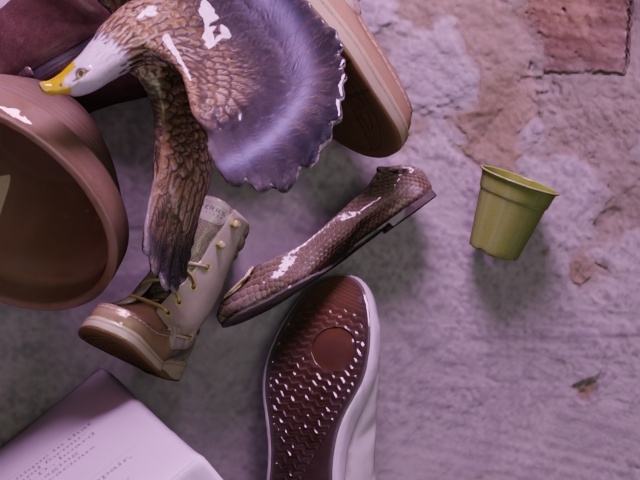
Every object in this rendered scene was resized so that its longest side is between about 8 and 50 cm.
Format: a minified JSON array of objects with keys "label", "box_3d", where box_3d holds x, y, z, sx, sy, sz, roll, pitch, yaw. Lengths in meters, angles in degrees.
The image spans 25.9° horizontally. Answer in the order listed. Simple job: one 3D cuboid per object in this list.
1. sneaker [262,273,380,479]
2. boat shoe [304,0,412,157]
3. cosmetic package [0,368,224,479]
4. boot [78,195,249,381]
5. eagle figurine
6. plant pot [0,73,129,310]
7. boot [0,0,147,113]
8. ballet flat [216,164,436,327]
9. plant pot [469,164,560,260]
[{"label":"sneaker","box_3d":[0.004,0.181,1.335,0.106,0.123,0.290,5,74,20]},{"label":"boat shoe","box_3d":[-0.012,-0.231,1.274,0.110,0.121,0.341,-45,107,-32]},{"label":"cosmetic package","box_3d":[-0.175,0.351,1.118,0.327,0.393,0.329,-38,104,-12]},{"label":"boot","box_3d":[-0.130,0.034,1.217,0.077,0.213,0.165,26,84,11]},{"label":"eagle figurine","box_3d":[-0.112,-0.138,1.097,0.225,0.226,0.298,-36,84,1]},{"label":"plant pot","box_3d":[-0.259,-0.060,1.185,0.237,0.237,0.110,42,46,-16]},{"label":"boot","box_3d":[-0.178,-0.151,1.262,0.207,0.090,0.248,-40,106,1]},{"label":"ballet flat","box_3d":[0.000,0.000,1.319,0.250,0.084,0.058,-34,88,-15]},{"label":"plant pot","box_3d":[0.184,-0.024,1.379,0.083,0.083,0.079,15,102,-18]}]
